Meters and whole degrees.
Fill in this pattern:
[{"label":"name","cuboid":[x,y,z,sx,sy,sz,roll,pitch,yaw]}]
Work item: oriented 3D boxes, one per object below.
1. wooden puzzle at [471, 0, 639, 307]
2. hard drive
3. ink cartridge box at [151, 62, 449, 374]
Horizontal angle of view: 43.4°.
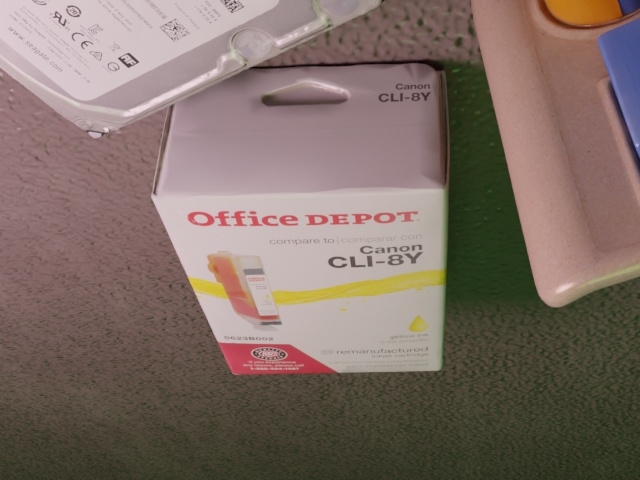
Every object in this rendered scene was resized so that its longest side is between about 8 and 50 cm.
[{"label":"wooden puzzle","cuboid":[0.255,-0.156,0.492,0.348,0.322,0.080,-25,138,27]},{"label":"hard drive","cuboid":[-0.140,-0.218,0.635,0.339,0.064,0.237,-18,141,27]},{"label":"ink cartridge box","cuboid":[0.000,0.000,0.906,0.279,0.160,0.384,-1,145,7]}]
